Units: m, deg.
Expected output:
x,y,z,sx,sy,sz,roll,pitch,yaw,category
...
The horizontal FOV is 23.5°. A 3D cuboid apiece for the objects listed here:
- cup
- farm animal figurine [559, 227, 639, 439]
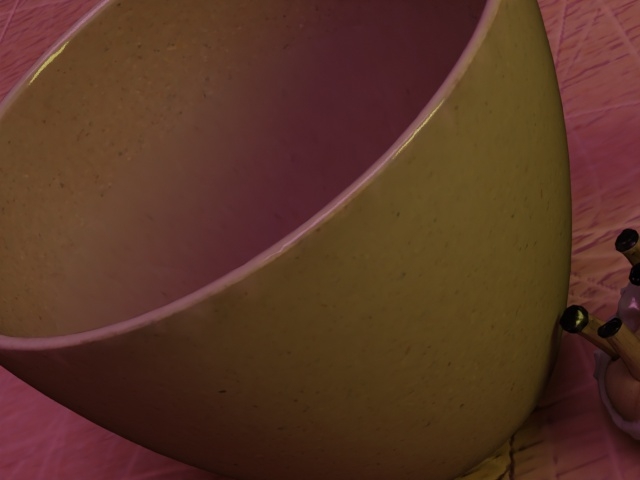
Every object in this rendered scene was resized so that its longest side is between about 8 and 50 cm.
x,y,z,sx,sy,sz,roll,pitch,yaw,category
0.000,0.000,0.809,0.331,0.237,0.331,-24,36,19,cup
0.314,-0.019,0.716,0.330,0.172,0.327,12,73,55,farm animal figurine
